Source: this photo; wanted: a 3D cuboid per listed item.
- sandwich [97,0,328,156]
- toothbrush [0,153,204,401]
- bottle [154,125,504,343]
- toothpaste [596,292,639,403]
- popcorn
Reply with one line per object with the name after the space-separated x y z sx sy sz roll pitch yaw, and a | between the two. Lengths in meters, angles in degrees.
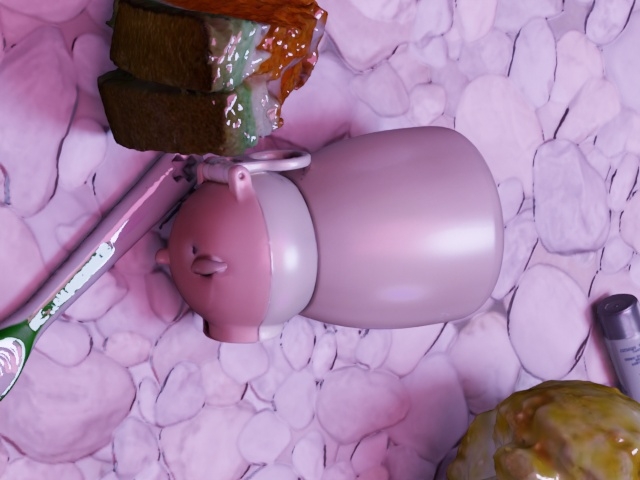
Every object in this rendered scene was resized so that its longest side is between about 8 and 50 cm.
-0.057 -0.121 1.050 0.160 0.185 0.109 -16 112 -28 | sandwich
-0.215 0.081 1.052 0.418 0.040 0.042 -48 117 -20 | toothbrush
0.000 0.000 1.131 0.236 0.147 0.147 -8 100 -25 | bottle
0.300 0.155 1.408 0.062 0.039 0.239 -33 115 -22 | toothpaste
0.200 0.208 1.234 0.204 0.221 0.184 22 67 6 | popcorn
